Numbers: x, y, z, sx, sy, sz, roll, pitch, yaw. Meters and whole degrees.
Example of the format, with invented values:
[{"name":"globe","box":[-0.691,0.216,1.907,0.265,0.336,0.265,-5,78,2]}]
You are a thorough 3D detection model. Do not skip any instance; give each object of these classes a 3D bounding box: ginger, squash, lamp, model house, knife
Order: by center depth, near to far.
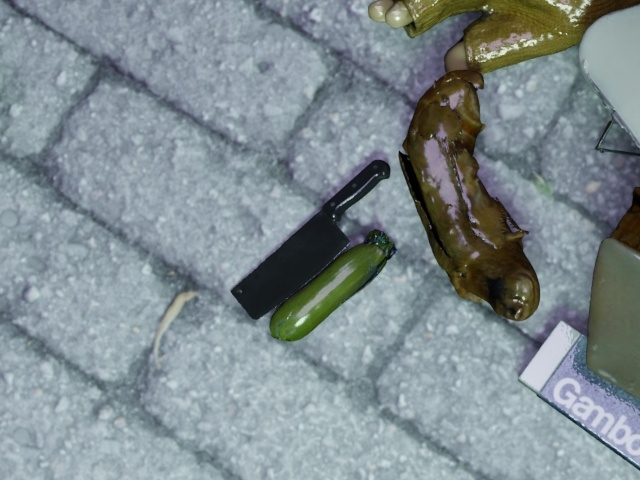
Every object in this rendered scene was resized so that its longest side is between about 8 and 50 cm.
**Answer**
[{"name":"model house","box":[0.407,0.061,1.663,0.199,0.219,0.229,22,40,15]},{"name":"ginger","box":[0.171,-0.044,1.728,0.133,0.107,0.309,-23,78,35]},{"name":"squash","box":[0.014,0.056,1.762,0.183,0.052,0.052,-39,81,-4]},{"name":"lamp","box":[0.392,-0.108,1.762,0.121,0.041,0.054,24,94,4]},{"name":"knife","box":[0.000,0.000,1.772,0.245,0.019,0.072,-43,51,0]}]

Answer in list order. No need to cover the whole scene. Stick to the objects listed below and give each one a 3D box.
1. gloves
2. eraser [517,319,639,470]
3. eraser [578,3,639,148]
[{"name":"gloves","box":[0.228,-0.307,1.733,0.357,0.203,0.155,-16,45,-3]},{"name":"eraser","box":[0.339,0.188,1.719,0.212,0.046,0.092,36,86,9]},{"name":"eraser","box":[0.473,-0.134,1.626,0.331,0.150,0.331,2,94,27]}]
